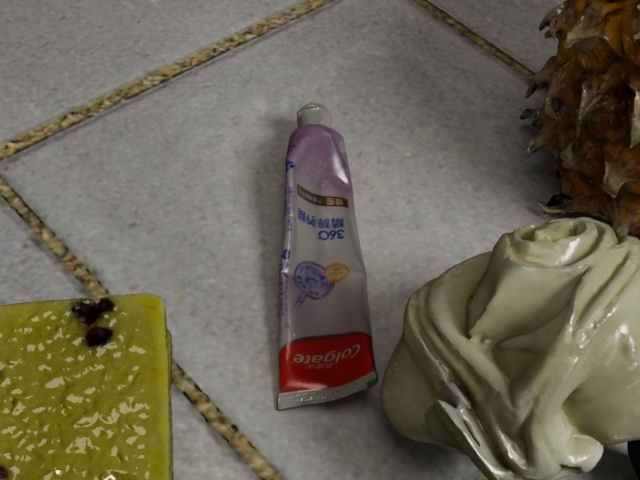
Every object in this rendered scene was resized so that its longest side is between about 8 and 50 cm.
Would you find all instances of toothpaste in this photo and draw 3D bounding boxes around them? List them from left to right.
[{"bbox_3d":[0.000,0.000,0.815,0.075,0.048,0.301,3,51,-8],"label":"toothpaste"}]

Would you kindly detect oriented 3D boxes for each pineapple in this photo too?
[{"bbox_3d":[0.352,-0.149,0.822,0.352,0.300,0.352,1,55,-1],"label":"pineapple"}]

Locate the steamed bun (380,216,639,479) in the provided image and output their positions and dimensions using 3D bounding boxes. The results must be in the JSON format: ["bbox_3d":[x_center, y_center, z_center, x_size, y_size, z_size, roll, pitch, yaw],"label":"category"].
[{"bbox_3d":[0.151,0.057,0.671,0.211,0.144,0.218,-22,22,-27],"label":"steamed bun"}]

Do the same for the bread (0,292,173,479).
[{"bbox_3d":[-0.158,0.195,0.607,0.138,0.077,0.361,-2,50,-8],"label":"bread"}]

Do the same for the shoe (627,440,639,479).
[{"bbox_3d":[0.264,0.216,0.627,0.112,0.099,0.227,-30,59,-18],"label":"shoe"}]
